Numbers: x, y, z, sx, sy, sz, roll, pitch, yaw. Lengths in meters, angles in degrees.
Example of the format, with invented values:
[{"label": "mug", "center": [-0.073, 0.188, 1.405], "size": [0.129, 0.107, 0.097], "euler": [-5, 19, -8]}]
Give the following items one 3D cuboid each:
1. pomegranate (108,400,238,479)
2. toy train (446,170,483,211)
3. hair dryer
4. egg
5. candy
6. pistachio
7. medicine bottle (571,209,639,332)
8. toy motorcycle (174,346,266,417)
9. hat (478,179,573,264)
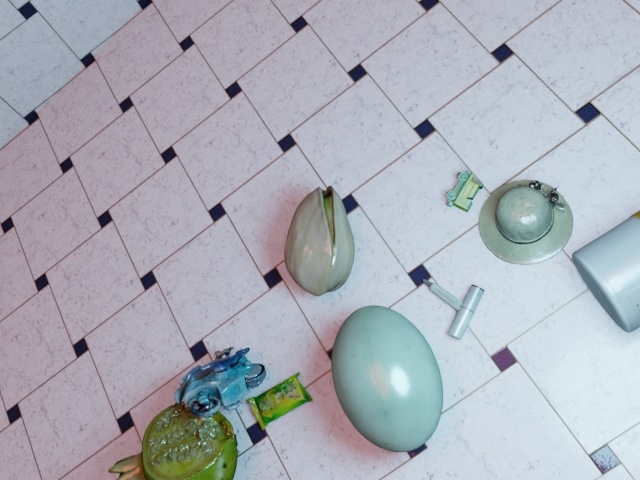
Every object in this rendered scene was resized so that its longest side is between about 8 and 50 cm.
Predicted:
[{"label": "pomegranate", "center": [-0.397, 0.637, 1.857], "size": [0.359, 0.216, 0.309], "euler": [-22, 38, -5]}, {"label": "toy train", "center": [0.419, -0.143, 1.913], "size": [0.081, 0.050, 0.122], "euler": [30, 85, 23]}, {"label": "hair dryer", "center": [0.345, 0.173, 1.843], "size": [0.183, 0.044, 0.155], "euler": [23, 81, 32]}, {"label": "egg", "center": [0.170, 0.354, 1.712], "size": [0.276, 0.276, 0.389], "euler": [-24, 63, 13]}, {"label": "candy", "center": [-0.118, 0.468, 1.927], "size": [0.178, 0.032, 0.102], "euler": [-31, 64, 10]}, {"label": "pistachio", "center": [0.000, 0.000, 1.939], "size": [0.208, 0.226, 0.331], "euler": [7, 80, -13]}, {"label": "medicine bottle", "center": [0.774, 0.069, 1.590], "size": [0.232, 0.238, 0.238], "euler": [-34, 63, 10]}, {"label": "toy motorcycle", "center": [-0.293, 0.412, 1.902], "size": [0.260, 0.154, 0.206], "euler": [-28, 29, -37]}, {"label": "hat", "center": [0.552, -0.070, 1.788], "size": [0.257, 0.130, 0.257], "euler": [-7, 70, 19]}]
